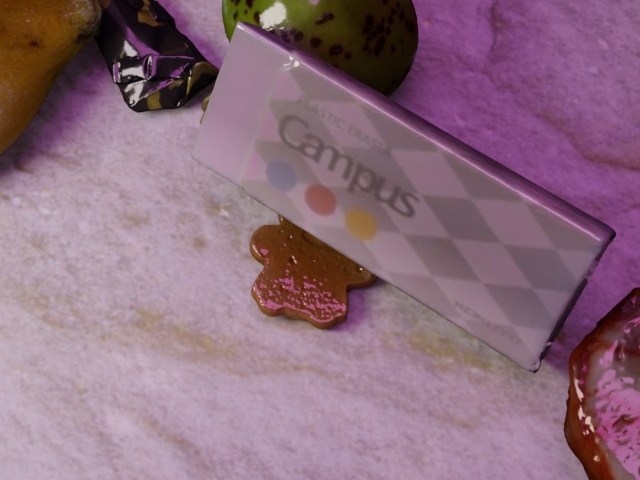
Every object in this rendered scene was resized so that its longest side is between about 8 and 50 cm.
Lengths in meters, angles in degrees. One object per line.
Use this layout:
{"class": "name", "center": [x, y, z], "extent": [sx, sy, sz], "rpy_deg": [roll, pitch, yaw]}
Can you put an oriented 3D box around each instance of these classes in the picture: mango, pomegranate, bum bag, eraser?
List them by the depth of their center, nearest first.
{"class": "eraser", "center": [0.071, -0.041, 1.455], "extent": [0.396, 0.213, 0.082], "rpy_deg": [31, 40, 11]}
{"class": "pomegranate", "center": [-0.018, -0.207, 1.579], "extent": [0.211, 0.211, 0.263], "rpy_deg": [47, 111, 20]}
{"class": "mango", "center": [-0.372, -0.177, 1.602], "extent": [0.316, 0.146, 0.193], "rpy_deg": [-39, 68, -7]}
{"class": "bum bag", "center": [-0.207, -0.236, 1.666], "extent": [0.106, 0.060, 0.232], "rpy_deg": [-32, 69, -10]}

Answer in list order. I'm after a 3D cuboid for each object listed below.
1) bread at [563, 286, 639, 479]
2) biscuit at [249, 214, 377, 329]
{"class": "bread", "center": [0.398, 0.152, 1.423], "extent": [0.327, 0.114, 0.295], "rpy_deg": [-33, 69, -10]}
{"class": "biscuit", "center": [-0.005, 0.002, 1.564], "extent": [0.133, 0.027, 0.184], "rpy_deg": [4, 67, 0]}
